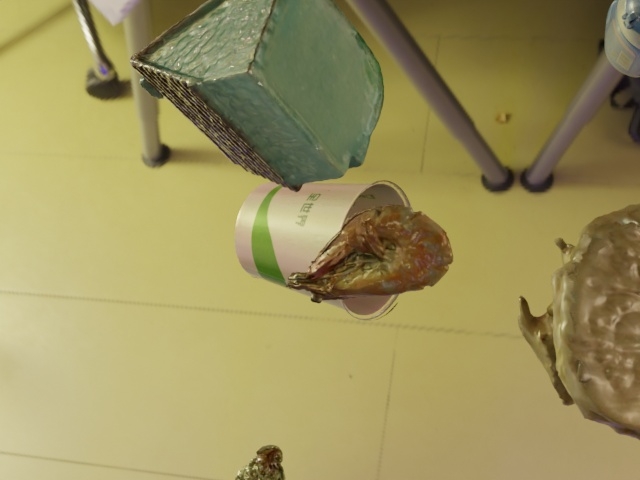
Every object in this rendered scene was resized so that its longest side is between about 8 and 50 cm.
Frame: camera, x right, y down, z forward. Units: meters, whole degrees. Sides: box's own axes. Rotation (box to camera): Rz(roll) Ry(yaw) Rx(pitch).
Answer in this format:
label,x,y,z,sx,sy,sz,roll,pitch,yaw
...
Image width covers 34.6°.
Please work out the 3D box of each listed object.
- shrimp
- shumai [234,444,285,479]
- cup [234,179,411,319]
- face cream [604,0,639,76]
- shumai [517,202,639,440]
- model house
label,x,y,z,sx,sy,sz,roll,pitch,yaw
shrimp,0.064,0.030,1.581,0.294,0.154,0.062,-20,21,27
shumai,-0.071,0.314,1.386,0.083,0.082,0.080,32,99,44
cup,0.000,0.000,1.884,0.274,0.253,0.253,10,67,35
face cream,0.602,-0.402,1.966,0.083,0.264,0.149,-27,81,5
shumai,0.367,0.098,1.126,0.314,0.262,0.267,-12,79,-9
model house,-0.094,-0.212,1.441,0.249,0.280,0.230,-6,54,36
